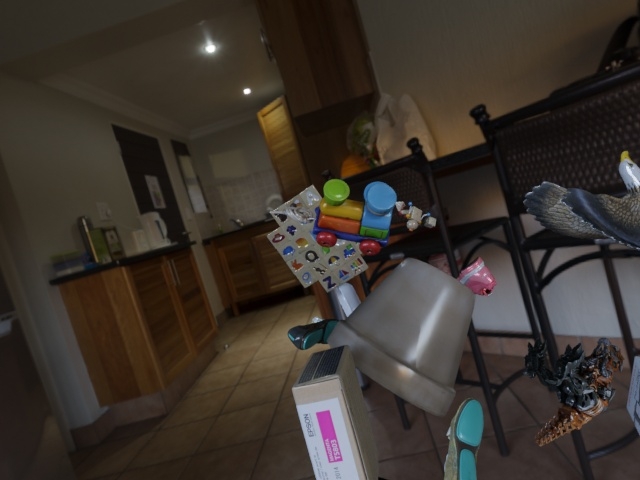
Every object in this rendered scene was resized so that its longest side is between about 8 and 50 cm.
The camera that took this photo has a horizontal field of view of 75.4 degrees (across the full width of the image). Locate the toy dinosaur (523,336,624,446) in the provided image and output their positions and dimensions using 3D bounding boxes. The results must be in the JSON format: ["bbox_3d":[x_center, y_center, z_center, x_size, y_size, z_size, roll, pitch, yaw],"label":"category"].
[{"bbox_3d":[0.636,0.362,1.023,0.322,0.218,0.164,-47,7,-38],"label":"toy dinosaur"}]

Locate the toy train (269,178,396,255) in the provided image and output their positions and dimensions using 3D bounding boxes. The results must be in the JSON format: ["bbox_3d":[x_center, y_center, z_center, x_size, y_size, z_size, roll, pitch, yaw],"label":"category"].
[{"bbox_3d":[0.018,-0.063,0.789,0.247,0.105,0.143,11,-28,3],"label":"toy train"}]

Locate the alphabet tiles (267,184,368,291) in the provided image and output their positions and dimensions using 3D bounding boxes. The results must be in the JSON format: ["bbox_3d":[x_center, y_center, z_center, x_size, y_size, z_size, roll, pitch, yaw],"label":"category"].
[{"bbox_3d":[0.000,0.000,1.391,0.285,0.343,0.011,-32,13,11],"label":"alphabet tiles"}]

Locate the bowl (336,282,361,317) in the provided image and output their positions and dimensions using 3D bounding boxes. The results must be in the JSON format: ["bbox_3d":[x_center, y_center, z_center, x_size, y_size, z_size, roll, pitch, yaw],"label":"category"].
[{"bbox_3d":[0.109,0.223,1.485,0.053,0.142,0.142,-22,-29,-8],"label":"bowl"}]

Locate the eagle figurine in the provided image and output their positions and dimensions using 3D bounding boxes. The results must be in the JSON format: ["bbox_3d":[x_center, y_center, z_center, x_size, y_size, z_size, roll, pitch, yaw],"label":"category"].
[{"bbox_3d":[0.571,-0.055,0.768,0.298,0.225,0.226,-17,-40,7],"label":"eagle figurine"}]

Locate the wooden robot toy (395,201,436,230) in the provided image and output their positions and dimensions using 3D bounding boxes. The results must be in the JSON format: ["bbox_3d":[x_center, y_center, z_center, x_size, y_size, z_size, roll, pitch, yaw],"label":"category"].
[{"bbox_3d":[0.302,-0.063,1.359,0.173,0.079,0.076,24,-20,-32],"label":"wooden robot toy"}]

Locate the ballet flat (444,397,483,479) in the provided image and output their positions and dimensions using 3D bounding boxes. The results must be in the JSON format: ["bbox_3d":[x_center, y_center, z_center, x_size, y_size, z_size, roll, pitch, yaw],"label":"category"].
[{"bbox_3d":[0.493,0.729,1.456,0.123,0.123,0.349,-12,41,35],"label":"ballet flat"}]

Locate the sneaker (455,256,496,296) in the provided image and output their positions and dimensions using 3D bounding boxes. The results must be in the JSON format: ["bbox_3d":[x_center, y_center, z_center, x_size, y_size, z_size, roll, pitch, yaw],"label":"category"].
[{"bbox_3d":[0.610,0.177,1.639,0.116,0.136,0.314,-38,-20,-4],"label":"sneaker"}]

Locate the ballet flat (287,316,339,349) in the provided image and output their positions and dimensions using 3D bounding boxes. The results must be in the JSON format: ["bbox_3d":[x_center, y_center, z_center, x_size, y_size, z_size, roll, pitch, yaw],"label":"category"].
[{"bbox_3d":[-0.013,0.311,1.439,0.096,0.096,0.280,20,6,33],"label":"ballet flat"}]

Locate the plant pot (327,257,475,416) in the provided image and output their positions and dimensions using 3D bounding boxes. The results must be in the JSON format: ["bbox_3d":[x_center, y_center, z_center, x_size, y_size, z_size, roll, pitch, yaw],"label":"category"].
[{"bbox_3d":[0.222,0.208,1.001,0.281,0.323,0.323,-58,11,-5],"label":"plant pot"}]

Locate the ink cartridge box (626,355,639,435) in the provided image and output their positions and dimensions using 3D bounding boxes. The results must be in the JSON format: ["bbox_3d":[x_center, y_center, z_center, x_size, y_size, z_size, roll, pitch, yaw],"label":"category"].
[{"bbox_3d":[0.573,0.278,0.694,0.063,0.109,0.150,6,11,23],"label":"ink cartridge box"}]

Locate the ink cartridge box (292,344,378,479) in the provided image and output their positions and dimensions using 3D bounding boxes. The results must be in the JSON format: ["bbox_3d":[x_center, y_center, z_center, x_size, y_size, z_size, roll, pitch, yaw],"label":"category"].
[{"bbox_3d":[0.035,0.333,0.750,0.088,0.235,0.193,-15,-2,10],"label":"ink cartridge box"}]

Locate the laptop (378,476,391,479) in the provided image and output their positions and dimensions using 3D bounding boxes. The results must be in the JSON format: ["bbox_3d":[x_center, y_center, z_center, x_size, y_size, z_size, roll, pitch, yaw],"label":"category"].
[{"bbox_3d":[0.219,1.166,1.603,0.407,0.237,0.382,13,42,5],"label":"laptop"}]
